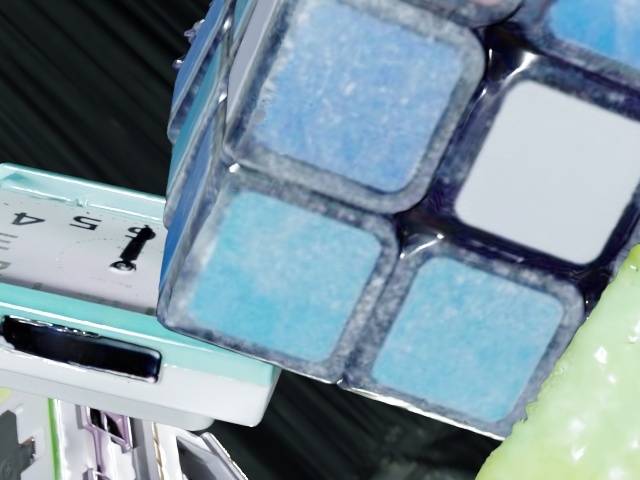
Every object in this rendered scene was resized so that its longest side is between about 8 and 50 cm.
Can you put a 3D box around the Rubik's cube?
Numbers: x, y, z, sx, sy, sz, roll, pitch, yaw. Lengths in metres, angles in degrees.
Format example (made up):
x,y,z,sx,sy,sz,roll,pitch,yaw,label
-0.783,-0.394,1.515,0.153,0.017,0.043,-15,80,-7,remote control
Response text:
x,y,z,sx,sy,sz,roll,pitch,yaw,label
0.117,-0.105,0.927,0.362,0.363,0.359,-62,-168,20,Rubik's cube

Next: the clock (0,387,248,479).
x,y,z,sx,sy,sz,roll,pitch,yaw,label
-0.165,0.247,1.266,0.166,0.235,0.309,-38,132,22,clock

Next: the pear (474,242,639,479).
x,y,z,sx,sy,sz,roll,pitch,yaw,label
0.138,0.178,0.512,0.139,0.239,0.288,10,118,-51,pear

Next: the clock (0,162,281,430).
x,y,z,sx,sy,sz,roll,pitch,yaw,label
-0.148,0.051,1.091,0.231,0.262,0.116,-72,173,-66,clock
